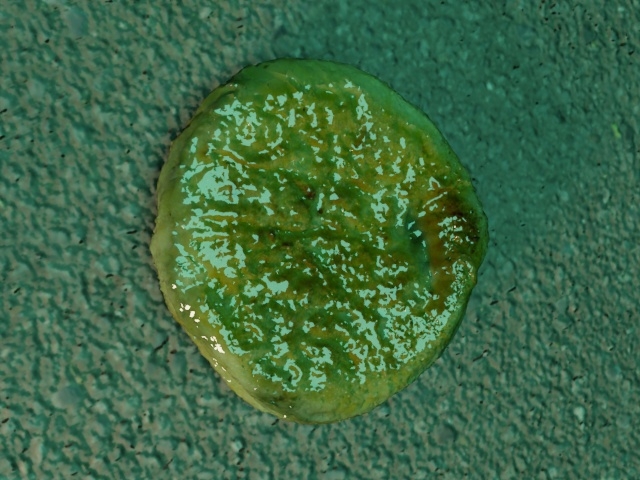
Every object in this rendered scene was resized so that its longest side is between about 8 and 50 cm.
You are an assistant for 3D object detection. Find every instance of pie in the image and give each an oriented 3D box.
[{"bbox_3d":[0.000,0.000,0.753,0.277,0.078,0.277,1,87,-21],"label":"pie"}]
